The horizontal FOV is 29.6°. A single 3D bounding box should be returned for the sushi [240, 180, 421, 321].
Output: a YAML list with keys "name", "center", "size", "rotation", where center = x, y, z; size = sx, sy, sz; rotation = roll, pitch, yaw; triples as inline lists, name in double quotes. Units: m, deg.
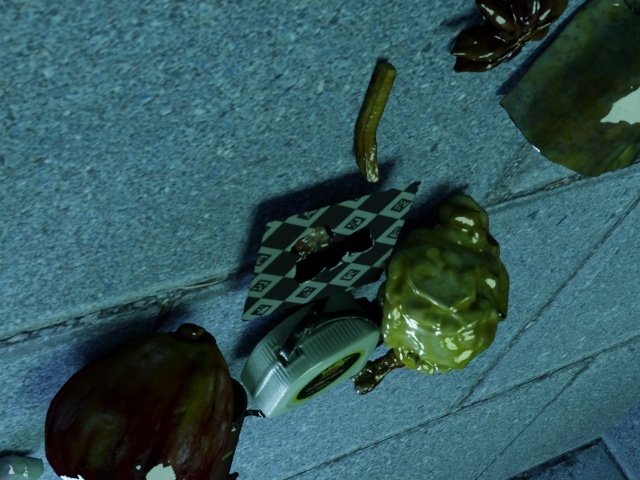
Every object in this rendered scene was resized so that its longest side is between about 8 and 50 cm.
- name: "sushi"
  center: [0.000, 0.000, 1.587]
  size: [0.219, 0.047, 0.231]
  rotation: [-16, 149, -24]

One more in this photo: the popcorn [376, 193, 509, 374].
- name: "popcorn"
  center: [0.189, 0.069, 1.737]
  size: [0.233, 0.192, 0.266]
  rotation: [-21, 126, -58]

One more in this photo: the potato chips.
- name: "potato chips"
  center: [0.063, -0.139, 1.402]
  size: [0.026, 0.037, 0.204]
  rotation: [-32, 154, -24]

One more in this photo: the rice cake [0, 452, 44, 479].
- name: "rice cake"
  center: [-0.503, 0.380, 1.752]
  size: [0.221, 0.042, 0.080]
  rotation: [-36, 158, 15]

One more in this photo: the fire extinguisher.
- name: "fire extinguisher"
  center: [-0.172, 0.334, 1.959]
  size: [0.141, 0.105, 0.341]
  rotation: [3, 145, -9]

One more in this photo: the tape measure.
- name: "tape measure"
  center: [0.003, 0.149, 1.818]
  size: [0.235, 0.115, 0.207]
  rotation: [-26, 158, -32]

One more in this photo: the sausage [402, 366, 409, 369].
- name: "sausage"
  center: [0.178, 0.225, 2.267]
  size: [0.034, 0.034, 0.083]
  rotation: [-43, 153, 26]

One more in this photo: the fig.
- name: "fig"
  center: [-0.227, 0.236, 1.580]
  size: [0.263, 0.224, 0.224]
  rotation: [-30, 158, -18]

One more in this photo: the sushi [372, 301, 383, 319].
- name: "sushi"
  center: [0.124, 0.117, 1.956]
  size: [0.083, 0.056, 0.084]
  rotation: [-41, 154, 22]

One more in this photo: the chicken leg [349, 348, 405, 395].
- name: "chicken leg"
  center: [0.148, 0.171, 1.930]
  size: [0.251, 0.087, 0.107]
  rotation: [-32, 159, 19]

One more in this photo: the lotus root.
- name: "lotus root"
  center: [0.414, -0.213, 1.534]
  size: [0.267, 0.149, 0.260]
  rotation: [-8, 149, -48]

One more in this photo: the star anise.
- name: "star anise"
  center: [0.212, -0.239, 1.344]
  size: [0.167, 0.057, 0.168]
  rotation: [-25, 155, -12]
